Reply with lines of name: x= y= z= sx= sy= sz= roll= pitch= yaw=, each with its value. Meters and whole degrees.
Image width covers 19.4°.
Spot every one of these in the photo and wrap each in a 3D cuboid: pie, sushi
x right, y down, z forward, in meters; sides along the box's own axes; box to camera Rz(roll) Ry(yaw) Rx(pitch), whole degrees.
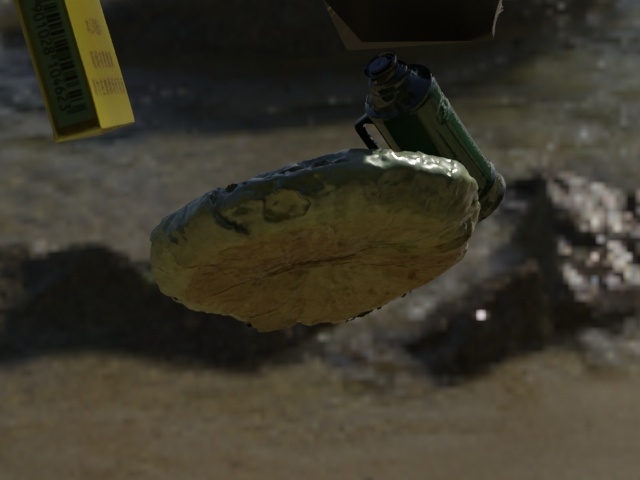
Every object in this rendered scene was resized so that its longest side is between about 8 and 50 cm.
pie: x=0.000 y=0.000 z=1.665 sx=0.306 sy=0.071 sz=0.306 roll=-10 pitch=-24 yaw=-4
sushi: x=0.118 y=-0.337 z=1.825 sx=0.215 sy=0.227 sz=0.212 roll=-1 pitch=41 yaw=25

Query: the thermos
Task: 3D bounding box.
thermos: x=0.094 y=-0.099 z=1.717 sx=0.083 sy=0.187 sz=0.073 roll=15 pitch=60 yaw=47

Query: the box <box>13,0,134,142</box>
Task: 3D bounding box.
box: x=-0.193 y=-0.206 z=1.286 sx=0.041 sy=0.279 sz=0.153 roll=-15 pitch=4 yaw=4
